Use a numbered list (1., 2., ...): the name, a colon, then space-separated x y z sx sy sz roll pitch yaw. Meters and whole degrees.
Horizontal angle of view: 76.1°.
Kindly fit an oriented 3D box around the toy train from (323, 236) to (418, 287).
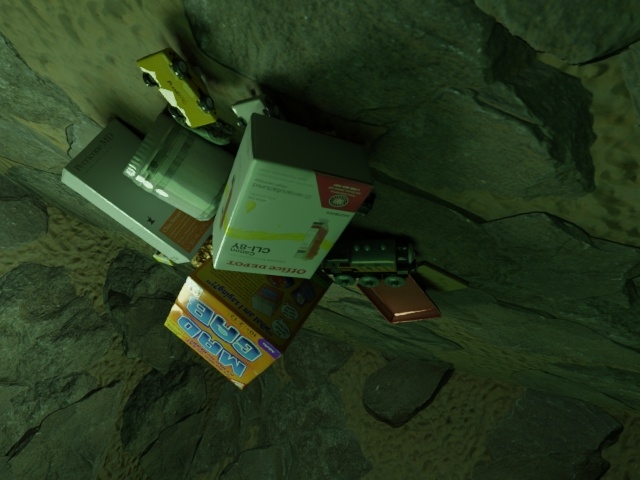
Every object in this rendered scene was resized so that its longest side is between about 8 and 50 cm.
1. toy train: 0.164 0.070 1.407 0.335 0.142 0.190 -1 146 14

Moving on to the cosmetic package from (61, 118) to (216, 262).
1. cosmetic package: -0.569 -0.146 1.357 0.453 0.230 0.162 41 154 -24

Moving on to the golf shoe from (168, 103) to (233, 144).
1. golf shoe: -0.325 -0.304 1.091 0.176 0.069 0.086 30 162 -21

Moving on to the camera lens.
1. camera lens: -0.382 -0.201 1.171 0.274 0.219 0.220 32 156 -27

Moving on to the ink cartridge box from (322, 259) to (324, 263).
1. ink cartridge box: 0.000 0.000 1.471 0.060 0.104 0.180 16 157 17

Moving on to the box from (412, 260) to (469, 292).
1. box: 0.425 0.141 1.544 0.201 0.021 0.164 25 158 -13

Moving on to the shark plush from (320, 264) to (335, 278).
1. shark plush: 0.056 0.140 1.827 0.162 0.073 0.067 1 -178 31

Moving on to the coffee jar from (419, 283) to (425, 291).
1. coffee jar: 0.344 0.210 1.698 0.185 0.079 0.096 11 149 23

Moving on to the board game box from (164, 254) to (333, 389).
1. board game box: -0.246 0.215 1.412 0.357 0.356 0.356 40 134 0

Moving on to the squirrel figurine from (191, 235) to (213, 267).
1. squirrel figurine: -0.336 0.093 1.781 0.371 0.280 0.397 5 157 19

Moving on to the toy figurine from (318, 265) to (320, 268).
1. toy figurine: -0.089 0.099 1.640 0.210 0.212 0.148 29 144 -31

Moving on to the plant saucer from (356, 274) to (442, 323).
1. plant saucer: 0.314 0.221 1.624 0.259 0.047 0.258 -20 120 45

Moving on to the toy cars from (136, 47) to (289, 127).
1. toy cars: -0.212 -0.314 0.943 0.394 0.087 0.176 22 147 -16

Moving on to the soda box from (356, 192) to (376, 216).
1. soda box: 0.067 -0.130 1.169 0.169 0.053 0.060 22 158 -6

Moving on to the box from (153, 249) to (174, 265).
1. box: -0.658 -0.007 1.858 0.088 0.232 0.058 15 155 10

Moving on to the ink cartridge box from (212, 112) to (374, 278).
1. ink cartridge box: -0.087 -0.080 1.008 0.280 0.160 0.384 9 139 -23
